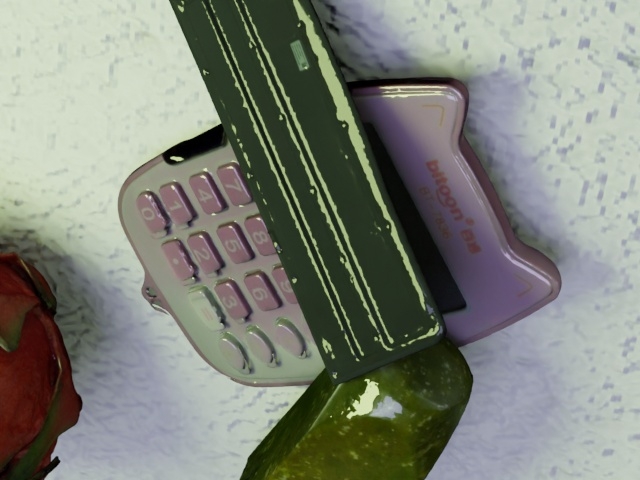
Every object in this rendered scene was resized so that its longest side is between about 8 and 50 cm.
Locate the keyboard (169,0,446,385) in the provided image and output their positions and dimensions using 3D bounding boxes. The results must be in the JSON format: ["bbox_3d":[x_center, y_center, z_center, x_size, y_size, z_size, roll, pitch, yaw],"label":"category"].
[{"bbox_3d":[-0.037,-0.102,1.026,0.103,0.041,0.381,-25,92,36],"label":"keyboard"}]

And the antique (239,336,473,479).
[{"bbox_3d":[0.016,0.136,1.121,0.081,0.080,0.221,27,137,-8],"label":"antique"}]

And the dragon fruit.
[{"bbox_3d":[-0.270,0.119,1.149,0.234,0.293,0.234,-7,141,-6],"label":"dragon fruit"}]

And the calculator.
[{"bbox_3d":[0.000,-0.001,1.102,0.294,0.043,0.194,-17,113,33],"label":"calculator"}]
